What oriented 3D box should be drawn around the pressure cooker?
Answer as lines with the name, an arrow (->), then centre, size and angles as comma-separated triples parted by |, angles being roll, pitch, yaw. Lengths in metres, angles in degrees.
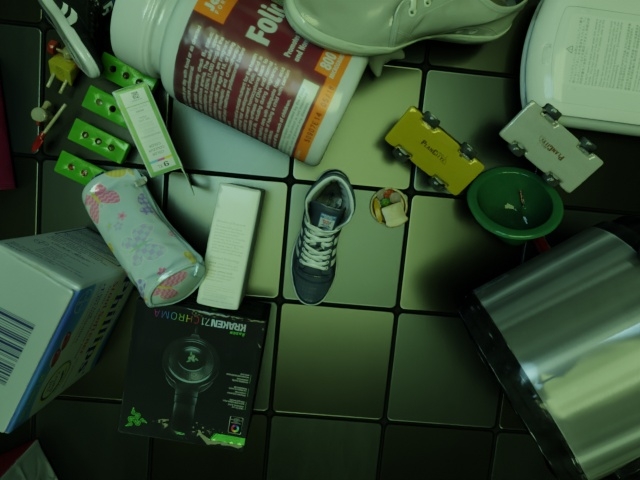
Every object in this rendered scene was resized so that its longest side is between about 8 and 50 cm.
pressure cooker -> 0.499, 0.163, 0.805 | 0.420, 0.370, 0.375 | -31, 117, 10

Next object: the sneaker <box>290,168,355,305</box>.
sneaker -> 0.000, 0.000, 0.900 | 0.099, 0.153, 0.282 | 12, 96, -3

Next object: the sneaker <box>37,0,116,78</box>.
sneaker -> -0.414, -0.398, 0.849 | 0.121, 0.079, 0.217 | -31, 77, -22

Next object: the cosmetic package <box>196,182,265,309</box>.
cosmetic package -> -0.171, 0.006, 0.914 | 0.085, 0.117, 0.231 | 10, 95, -4

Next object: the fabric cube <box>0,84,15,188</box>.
fabric cube -> -0.732, -0.208, 0.800 | 0.254, 0.259, 0.258 | -2, 97, 0

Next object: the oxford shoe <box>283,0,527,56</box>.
oxford shoe -> 0.155, -0.400, 0.760 | 0.449, 0.130, 0.169 | -12, 79, -21

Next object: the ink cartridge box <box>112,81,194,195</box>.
ink cartridge box -> -0.303, -0.178, 0.864 | 0.062, 0.109, 0.209 | -24, 112, -12

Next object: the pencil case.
pencil case -> -0.322, -0.009, 0.860 | 0.124, 0.113, 0.273 | -34, 68, -15

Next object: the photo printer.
photo printer -> 0.541, -0.338, 0.900 | 0.307, 0.107, 0.256 | 6, 97, -2

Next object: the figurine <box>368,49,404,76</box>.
figurine -> 0.119, -0.449, 0.888 | 0.215, 0.092, 0.209 | -42, 100, 4

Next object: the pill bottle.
pill bottle -> -0.133, -0.311, 0.823 | 0.392, 0.224, 0.224 | 25, 95, -5

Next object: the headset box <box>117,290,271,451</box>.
headset box -> -0.244, 0.255, 0.934 | 0.246, 0.131, 0.283 | 11, 97, -3

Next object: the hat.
hat -> 0.392, -0.019, 0.976 | 0.173, 0.183, 0.208 | -22, 55, -6

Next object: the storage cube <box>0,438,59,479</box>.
storage cube -> -0.645, 0.547, 0.919 | 0.193, 0.215, 0.184 | -24, 96, -5

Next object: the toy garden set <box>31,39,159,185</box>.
toy garden set -> -0.452, -0.243, 0.912 | 0.203, 0.049, 0.244 | 26, 96, -6

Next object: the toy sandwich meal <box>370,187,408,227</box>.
toy sandwich meal -> 0.141, -0.066, 0.958 | 0.085, 0.029, 0.086 | 0, 97, -2

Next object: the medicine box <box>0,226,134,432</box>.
medicine box -> -0.474, 0.133, 0.832 | 0.149, 0.289, 0.263 | 28, 95, -3

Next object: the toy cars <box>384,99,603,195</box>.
toy cars -> 0.321, -0.182, 0.898 | 0.393, 0.087, 0.176 | 0, 119, 8
